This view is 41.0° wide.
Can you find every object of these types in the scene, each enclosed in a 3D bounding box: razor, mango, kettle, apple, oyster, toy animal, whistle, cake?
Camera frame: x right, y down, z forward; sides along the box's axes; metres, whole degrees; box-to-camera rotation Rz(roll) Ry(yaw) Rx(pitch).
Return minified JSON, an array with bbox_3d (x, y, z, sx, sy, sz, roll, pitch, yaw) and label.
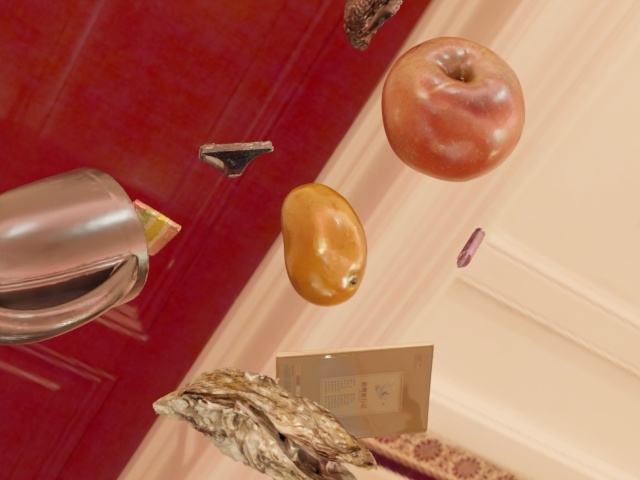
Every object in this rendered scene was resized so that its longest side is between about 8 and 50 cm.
[{"bbox_3d":[-0.101,-0.082,0.857,0.066,0.033,0.190,-5,8,-16],"label":"razor"},{"bbox_3d":[0.006,0.000,1.639,0.139,0.175,0.254,13,60,-52],"label":"mango"},{"bbox_3d":[-0.388,0.040,1.149,0.268,0.207,0.290,27,33,34],"label":"kettle"},{"bbox_3d":[0.316,-0.309,2.052,0.348,0.277,0.348,4,55,-6],"label":"apple"},{"bbox_3d":[-0.079,0.286,1.293,0.351,0.158,0.162,21,-13,-9],"label":"oyster"},{"bbox_3d":[0.100,-0.430,1.544,0.116,0.179,0.218,-10,50,-9],"label":"toy animal"},{"bbox_3d":[0.354,0.016,2.008,0.033,0.033,0.176,37,34,6],"label":"whistle"},{"bbox_3d":[-0.363,-0.046,1.853,0.109,0.225,0.090,35,65,-12],"label":"cake"}]

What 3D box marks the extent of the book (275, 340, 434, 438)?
[{"bbox_3d":[0.066,0.302,1.680,0.310,0.217,0.021,-3,26,-9],"label":"book"}]
